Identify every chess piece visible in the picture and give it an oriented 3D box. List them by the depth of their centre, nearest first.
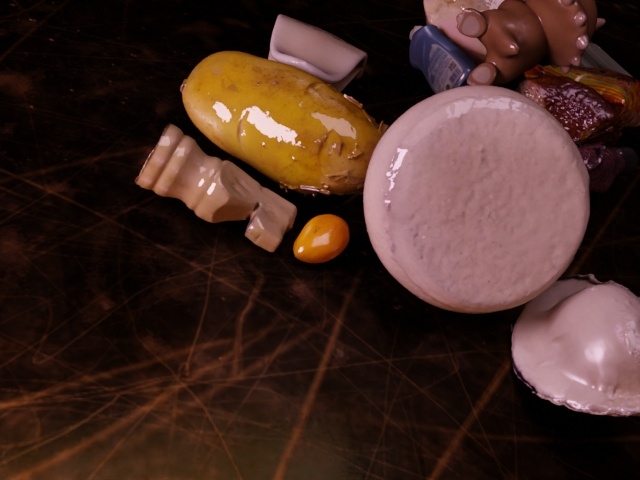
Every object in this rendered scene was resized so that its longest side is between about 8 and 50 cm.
[{"bbox_3d":[-0.123,-0.061,0.946,0.200,0.090,0.090,29,37,-14],"label":"chess piece"}]

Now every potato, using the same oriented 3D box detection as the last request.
[{"bbox_3d":[-0.046,-0.163,1.047,0.300,0.140,0.173,28,40,14],"label":"potato"}]

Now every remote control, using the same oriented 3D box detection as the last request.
[{"bbox_3d":[0.633,-0.420,1.770,0.127,0.066,0.335,-5,47,-30],"label":"remote control"}]

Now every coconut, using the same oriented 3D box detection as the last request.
[{"bbox_3d":[0.334,-0.459,1.539,0.259,0.259,0.259,15,39,-13],"label":"coconut"}]

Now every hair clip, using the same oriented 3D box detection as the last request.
[{"bbox_3d":[-0.016,-0.299,1.240,0.172,0.113,0.282,25,38,-1],"label":"hair clip"}]

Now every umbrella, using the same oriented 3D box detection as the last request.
[{"bbox_3d":[0.436,-0.123,1.302,0.326,0.094,0.090,-7,30,-35],"label":"umbrella"}]

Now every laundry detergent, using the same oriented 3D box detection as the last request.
[{"bbox_3d":[0.225,-0.341,1.432,0.061,0.097,0.206,-11,51,-25],"label":"laundry detergent"}]

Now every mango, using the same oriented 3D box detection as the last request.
[{"bbox_3d":[0.000,0.000,0.965,0.089,0.046,0.060,-33,63,-33],"label":"mango"}]

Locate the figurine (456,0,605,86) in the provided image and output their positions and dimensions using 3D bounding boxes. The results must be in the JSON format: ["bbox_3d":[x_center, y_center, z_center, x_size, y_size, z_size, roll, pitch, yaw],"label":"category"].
[{"bbox_3d":[0.386,-0.373,1.322,0.247,0.173,0.177,-17,98,-36],"label":"figurine"}]

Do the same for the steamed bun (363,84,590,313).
[{"bbox_3d":[0.188,-0.053,0.965,0.282,0.283,0.177,18,6,-10],"label":"steamed bun"}]

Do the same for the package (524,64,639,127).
[{"bbox_3d":[0.564,-0.290,1.527,0.288,0.109,0.223,-7,28,-42],"label":"package"}]

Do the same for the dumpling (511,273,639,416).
[{"bbox_3d":[0.322,0.138,0.923,0.172,0.142,0.247,-17,32,-1],"label":"dumpling"}]

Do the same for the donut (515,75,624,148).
[{"bbox_3d":[0.448,-0.238,1.391,0.144,0.126,0.187,-29,66,-8],"label":"donut"}]
